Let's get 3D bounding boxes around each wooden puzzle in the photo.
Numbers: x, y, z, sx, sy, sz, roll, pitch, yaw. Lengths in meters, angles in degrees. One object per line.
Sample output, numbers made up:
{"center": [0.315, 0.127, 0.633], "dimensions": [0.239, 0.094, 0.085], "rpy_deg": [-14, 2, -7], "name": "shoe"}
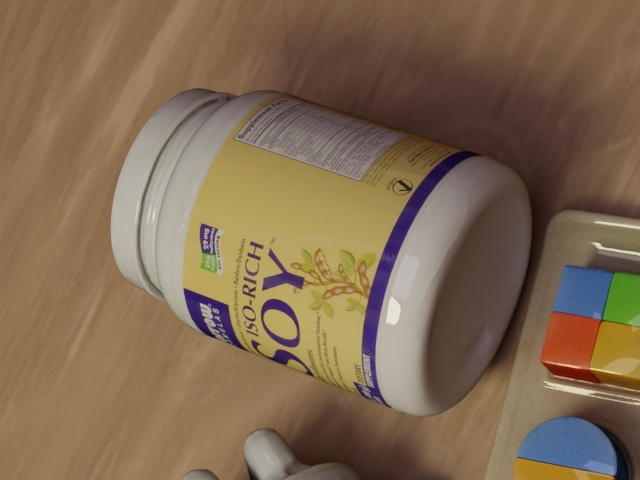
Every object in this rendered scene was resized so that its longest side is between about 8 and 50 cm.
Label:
{"center": [0.304, 0.154, 1.497], "dimensions": [0.322, 0.080, 0.348], "rpy_deg": [9, 79, 26], "name": "wooden puzzle"}

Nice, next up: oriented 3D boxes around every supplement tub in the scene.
{"center": [0.000, 0.000, 1.597], "dimensions": [0.331, 0.241, 0.241], "rpy_deg": [19, 93, 26], "name": "supplement tub"}

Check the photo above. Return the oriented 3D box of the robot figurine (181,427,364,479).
{"center": [0.006, 0.345, 1.577], "dimensions": [0.300, 0.200, 0.353], "rpy_deg": [-34, 69, -8], "name": "robot figurine"}
